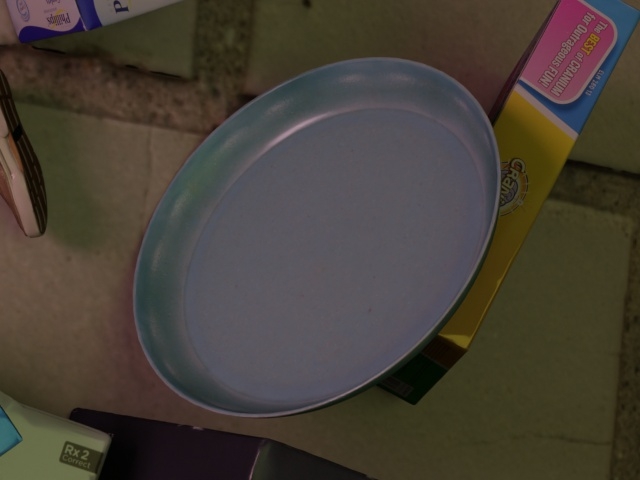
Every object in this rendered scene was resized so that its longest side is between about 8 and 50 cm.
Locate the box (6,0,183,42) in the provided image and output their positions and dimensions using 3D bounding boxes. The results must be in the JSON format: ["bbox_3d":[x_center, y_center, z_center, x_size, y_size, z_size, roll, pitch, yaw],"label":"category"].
[{"bbox_3d":[-0.157,-0.206,1.303,0.137,0.126,0.072,-24,103,-30],"label":"box"}]

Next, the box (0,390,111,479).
[{"bbox_3d":[-0.269,0.192,1.216,0.181,0.119,0.182,21,79,-15],"label":"box"}]

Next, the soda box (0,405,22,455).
[{"bbox_3d":[-0.301,0.161,1.111,0.210,0.067,0.071,-35,95,-16],"label":"soda box"}]

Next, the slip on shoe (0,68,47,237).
[{"bbox_3d":[-0.244,-0.064,1.302,0.041,0.051,0.135,-14,109,9],"label":"slip on shoe"}]

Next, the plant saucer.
[{"bbox_3d":[0.000,0.000,1.305,0.044,0.317,0.317,46,66,-45],"label":"plant saucer"}]

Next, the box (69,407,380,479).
[{"bbox_3d":[-0.007,0.268,1.286,0.343,0.312,0.179,24,77,-29],"label":"box"}]

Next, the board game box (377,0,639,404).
[{"bbox_3d":[0.141,-0.033,1.418,0.064,0.242,0.316,29,74,1],"label":"board game box"}]
